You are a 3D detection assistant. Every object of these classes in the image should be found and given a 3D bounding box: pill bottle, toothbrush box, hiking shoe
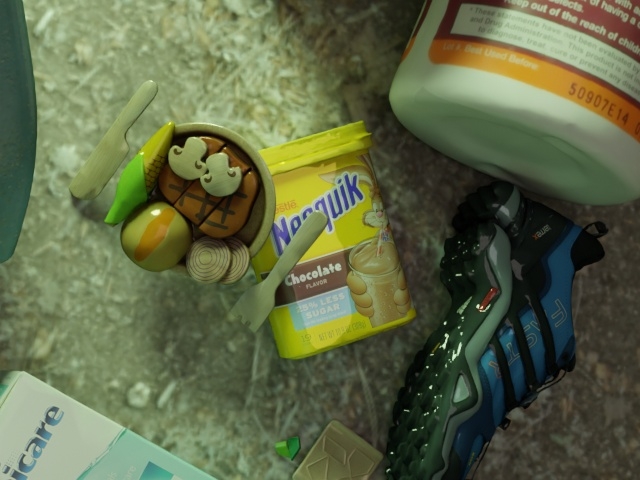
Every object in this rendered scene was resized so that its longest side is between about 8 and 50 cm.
[{"bbox_3d":[0.226,-0.246,1.337,0.224,0.224,0.392,25,81,-14],"label":"pill bottle"},{"bbox_3d":[-0.137,0.218,1.207,0.295,0.216,0.126,30,78,-11],"label":"toothbrush box"},{"bbox_3d":[0.150,0.106,1.350,0.132,0.113,0.304,21,81,-13],"label":"hiking shoe"}]

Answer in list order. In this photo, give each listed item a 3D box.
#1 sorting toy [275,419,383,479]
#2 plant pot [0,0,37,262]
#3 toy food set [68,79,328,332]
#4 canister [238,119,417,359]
[{"bbox_3d":[0.004,0.180,1.355,0.083,0.012,0.062,38,82,-14],"label":"sorting toy"},{"bbox_3d":[-0.329,-0.094,1.162,0.248,0.247,0.252,-18,109,-16],"label":"plant pot"},{"bbox_3d":[-0.099,-0.026,1.277,0.192,0.038,0.132,36,103,4],"label":"toy food set"},{"bbox_3d":[0.000,0.000,1.334,0.126,0.073,0.170,-18,93,-15],"label":"canister"}]
